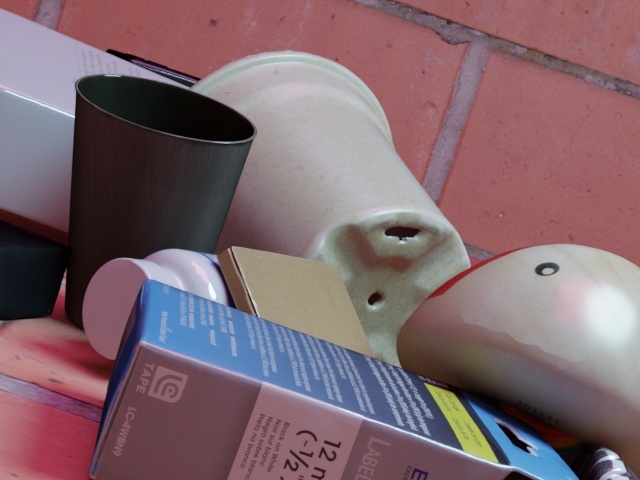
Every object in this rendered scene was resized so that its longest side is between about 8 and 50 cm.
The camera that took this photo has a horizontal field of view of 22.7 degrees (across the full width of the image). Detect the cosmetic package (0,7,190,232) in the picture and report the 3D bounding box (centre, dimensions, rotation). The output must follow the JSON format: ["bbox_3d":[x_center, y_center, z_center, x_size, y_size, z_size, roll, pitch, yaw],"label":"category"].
[{"bbox_3d":[-0.244,-0.106,2.036,0.453,0.161,0.230,22,25,-25],"label":"cosmetic package"}]

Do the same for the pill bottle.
[{"bbox_3d":[-0.111,0.074,1.477,0.124,0.124,0.221,24,9,38],"label":"pill bottle"}]

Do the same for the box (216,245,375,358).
[{"bbox_3d":[-0.004,0.103,1.453,0.164,0.021,0.201,11,49,-52],"label":"box"}]

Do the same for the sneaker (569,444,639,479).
[{"bbox_3d":[0.265,0.260,1.207,0.162,0.106,0.281,28,11,-8],"label":"sneaker"}]

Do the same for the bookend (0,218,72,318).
[{"bbox_3d":[-0.347,0.015,1.507,0.156,0.072,0.157,20,7,19],"label":"bookend"}]

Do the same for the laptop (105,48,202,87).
[{"bbox_3d":[-0.163,-0.113,2.356,0.382,0.236,0.408,17,5,-16],"label":"laptop"}]

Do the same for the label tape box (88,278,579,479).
[{"bbox_3d":[0.008,0.153,1.217,0.348,0.115,0.249,22,6,-8],"label":"label tape box"}]

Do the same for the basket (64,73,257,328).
[{"bbox_3d":[-0.171,-0.025,1.570,0.204,0.227,0.154,27,24,37],"label":"basket"}]

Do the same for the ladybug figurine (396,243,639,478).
[{"bbox_3d":[0.228,0.119,1.476,0.305,0.162,0.449,25,-13,7],"label":"ladybug figurine"}]

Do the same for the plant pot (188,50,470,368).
[{"bbox_3d":[0.000,0.000,1.750,0.334,0.334,0.305,15,18,-34],"label":"plant pot"}]
